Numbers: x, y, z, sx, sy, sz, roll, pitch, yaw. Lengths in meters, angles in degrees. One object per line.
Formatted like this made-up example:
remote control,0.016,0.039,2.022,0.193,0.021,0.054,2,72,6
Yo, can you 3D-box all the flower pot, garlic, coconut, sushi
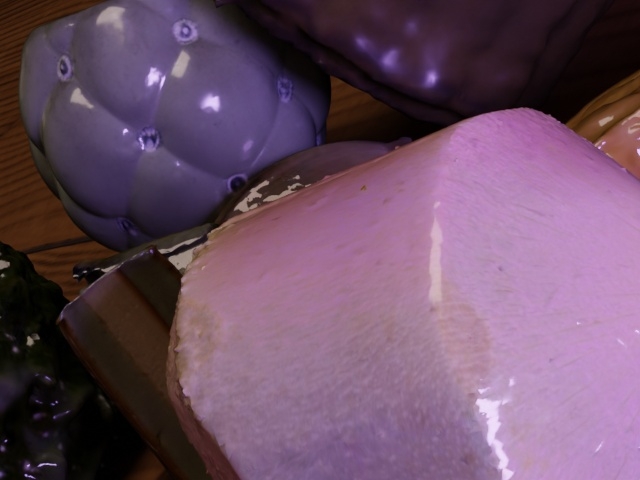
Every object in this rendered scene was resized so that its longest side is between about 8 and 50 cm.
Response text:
flower pot,-0.111,-0.101,1.190,0.246,0.195,0.246,-20,10,4
garlic,-0.014,-0.005,1.073,0.195,0.087,0.101,-43,41,-18
coconut,0.074,0.059,0.692,0.245,0.233,0.233,-17,30,35
sushi,-0.295,0.155,1.026,0.294,0.178,0.352,-3,36,45

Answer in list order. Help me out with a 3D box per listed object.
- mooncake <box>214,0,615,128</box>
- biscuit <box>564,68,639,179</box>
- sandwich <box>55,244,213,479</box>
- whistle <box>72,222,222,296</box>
mooncake,0.063,-0.226,1.098,0.187,0.324,0.324,-61,14,26
biscuit,0.244,-0.111,0.866,0.376,0.051,0.269,-34,4,-23
sandwich,-0.102,0.072,0.943,0.079,0.163,0.113,-40,24,-10
whistle,0.000,0.000,0.979,0.326,0.068,0.057,-16,5,6
